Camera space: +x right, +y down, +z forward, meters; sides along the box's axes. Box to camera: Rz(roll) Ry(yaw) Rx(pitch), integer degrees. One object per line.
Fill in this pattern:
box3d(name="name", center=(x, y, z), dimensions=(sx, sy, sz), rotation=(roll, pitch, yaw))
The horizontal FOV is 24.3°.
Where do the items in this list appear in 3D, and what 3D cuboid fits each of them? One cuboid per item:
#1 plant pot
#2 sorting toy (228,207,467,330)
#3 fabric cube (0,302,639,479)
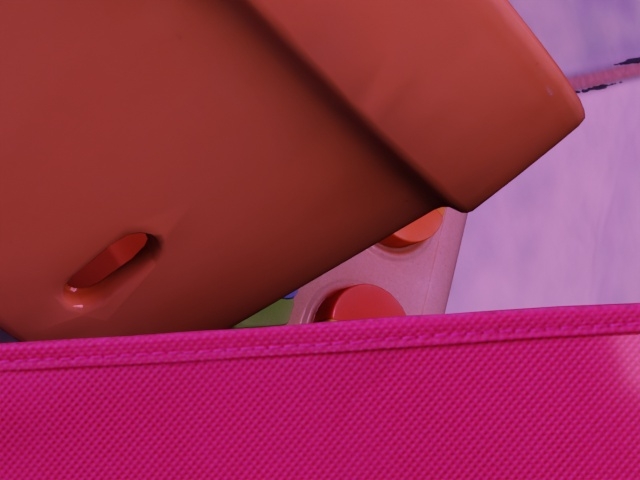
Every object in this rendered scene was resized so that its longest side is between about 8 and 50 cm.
box3d(name="plant pot", center=(-0.071, -0.085, 0.582), dimensions=(0.203, 0.291, 0.291), rotation=(-43, 115, 7))
box3d(name="sorting toy", center=(0.000, 0.000, 0.782), dimensions=(0.208, 0.038, 0.193), rotation=(32, 60, -32))
box3d(name="fabric cube", center=(-0.007, 0.167, 0.488), dimensions=(0.259, 0.254, 0.258), rotation=(52, 35, -78))
